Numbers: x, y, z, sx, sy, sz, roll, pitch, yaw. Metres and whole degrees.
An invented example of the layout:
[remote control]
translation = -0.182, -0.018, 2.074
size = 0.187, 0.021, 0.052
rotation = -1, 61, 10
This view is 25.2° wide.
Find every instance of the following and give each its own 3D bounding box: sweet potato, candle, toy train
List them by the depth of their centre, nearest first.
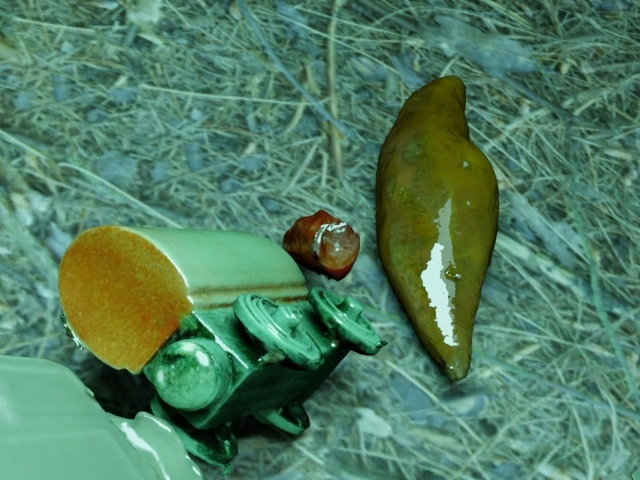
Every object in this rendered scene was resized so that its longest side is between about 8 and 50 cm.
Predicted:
[toy train]
translation = -0.068, 0.052, 0.977
size = 0.177, 0.116, 0.285
rotation = 43, 12, 13
[candle]
translation = 0.000, 0.000, 1.116
size = 0.048, 0.162, 0.053
rotation = -22, 96, -10
[sweet potato]
translation = 0.099, -0.034, 1.220
size = 0.112, 0.112, 0.359
rotation = 14, 48, -17

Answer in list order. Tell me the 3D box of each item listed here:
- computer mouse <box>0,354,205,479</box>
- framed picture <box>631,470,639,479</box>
[computer mouse]
translation = -0.140, 0.255, 0.791
size = 0.228, 0.145, 0.429
rotation = -20, 73, -48
[framed picture]
translation = 0.361, 0.307, 1.105
size = 0.216, 0.016, 0.273
rotation = 10, 46, -21
